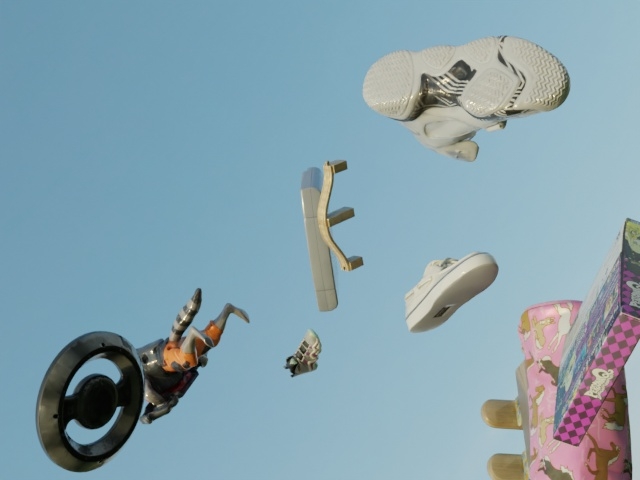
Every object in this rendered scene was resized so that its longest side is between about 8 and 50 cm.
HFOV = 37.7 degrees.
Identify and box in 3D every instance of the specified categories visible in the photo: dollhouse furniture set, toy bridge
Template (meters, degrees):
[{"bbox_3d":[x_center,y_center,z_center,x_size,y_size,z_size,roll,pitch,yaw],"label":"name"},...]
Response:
[{"bbox_3d":[0.408,0.414,1.874,0.256,0.394,0.362,5,-34,-9],"label":"dollhouse furniture set"},{"bbox_3d":[0.026,-0.038,1.511,0.063,0.026,0.188,-24,-67,-35],"label":"toy bridge"}]

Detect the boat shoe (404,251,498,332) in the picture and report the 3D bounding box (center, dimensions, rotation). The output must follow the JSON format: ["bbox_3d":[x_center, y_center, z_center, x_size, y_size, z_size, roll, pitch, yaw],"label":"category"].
[{"bbox_3d":[0.209,0.073,1.602,0.095,0.084,0.258,-1,-28,-30],"label":"boat shoe"}]

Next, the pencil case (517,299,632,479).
[{"bbox_3d":[0.406,0.294,1.503,0.167,0.160,0.386,98,174,-66],"label":"pencil case"}]

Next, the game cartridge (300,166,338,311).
[{"bbox_3d":[0.000,0.000,2.113,0.196,0.060,0.294,-77,-20,-68],"label":"game cartridge"}]

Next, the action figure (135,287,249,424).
[{"bbox_3d":[-0.322,0.240,2.143,0.330,0.178,0.341,-35,12,25],"label":"action figure"}]

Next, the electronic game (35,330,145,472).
[{"bbox_3d":[-0.368,0.260,1.519,0.229,0.048,0.229,-13,-75,-56],"label":"electronic game"}]

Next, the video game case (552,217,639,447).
[{"bbox_3d":[0.368,0.119,1.227,0.210,0.041,0.232,-62,-11,-52],"label":"video game case"}]

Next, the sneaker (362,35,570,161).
[{"bbox_3d":[0.268,-0.232,1.576,0.210,0.365,0.137,31,-110,-49],"label":"sneaker"}]

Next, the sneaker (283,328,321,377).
[{"bbox_3d":[-0.035,0.200,1.614,0.069,0.038,0.098,-22,-46,-29],"label":"sneaker"}]
